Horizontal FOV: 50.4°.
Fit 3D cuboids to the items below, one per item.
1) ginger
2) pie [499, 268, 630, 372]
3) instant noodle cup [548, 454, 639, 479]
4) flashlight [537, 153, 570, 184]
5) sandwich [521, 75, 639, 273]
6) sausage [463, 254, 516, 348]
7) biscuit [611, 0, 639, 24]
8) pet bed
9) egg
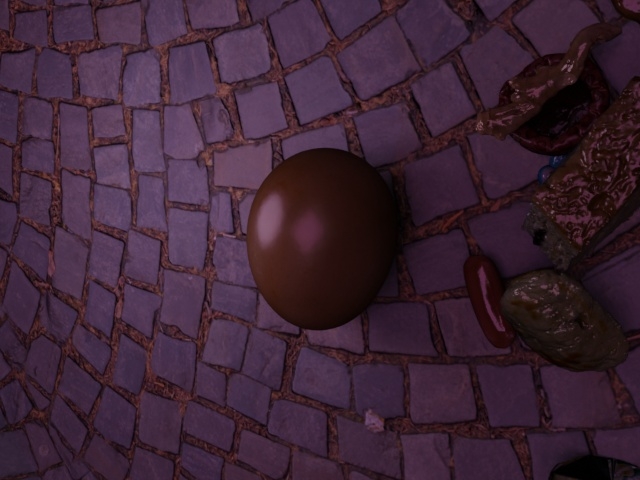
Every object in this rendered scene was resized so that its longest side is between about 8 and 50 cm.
[{"bbox_3d":[0.392,-0.281,1.193,0.288,0.075,0.089,-43,55,24],"label":"ginger"},{"bbox_3d":[0.427,0.157,1.228,0.248,0.090,0.201,43,151,-14],"label":"pie"},{"bbox_3d":[0.519,0.530,1.223,0.240,0.240,0.178,8,109,26],"label":"instant noodle cup"},{"bbox_3d":[0.446,-0.157,1.260,0.051,0.051,0.129,27,103,22],"label":"flashlight"},{"bbox_3d":[0.473,-0.099,1.131,0.131,0.262,0.325,44,113,21],"label":"sandwich"},{"bbox_3d":[0.332,0.120,1.336,0.077,0.077,0.194,-20,89,28],"label":"sausage"},{"bbox_3d":[0.626,-0.516,1.104,0.381,0.074,0.359,47,116,12],"label":"biscuit"},{"bbox_3d":[0.424,-0.248,1.234,0.201,0.053,0.201,-6,79,31],"label":"pet bed"},{"bbox_3d":[0.000,0.000,1.363,0.301,0.301,0.374,23,110,23],"label":"egg"}]
